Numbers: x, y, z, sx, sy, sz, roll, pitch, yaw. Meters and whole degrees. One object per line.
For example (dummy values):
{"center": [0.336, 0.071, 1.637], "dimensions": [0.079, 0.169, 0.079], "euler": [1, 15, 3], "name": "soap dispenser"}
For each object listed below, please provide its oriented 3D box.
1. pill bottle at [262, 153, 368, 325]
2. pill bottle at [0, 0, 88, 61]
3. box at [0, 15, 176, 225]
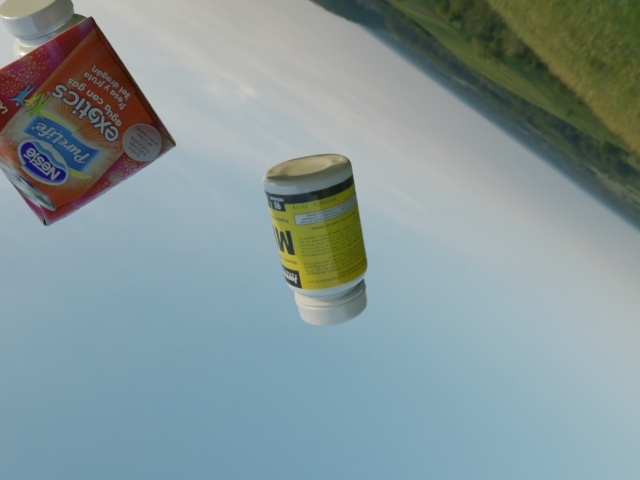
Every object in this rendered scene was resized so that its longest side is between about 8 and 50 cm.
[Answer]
{"center": [0.000, 0.000, 0.787], "dimensions": [0.119, 0.209, 0.119], "euler": [-10, -158, 4], "name": "pill bottle"}
{"center": [-0.344, -0.236, 0.815], "dimensions": [0.118, 0.117, 0.209], "euler": [52, 165, 39], "name": "pill bottle"}
{"center": [-0.234, -0.110, 0.577], "dimensions": [0.123, 0.128, 0.257], "euler": [58, 170, -17], "name": "box"}
